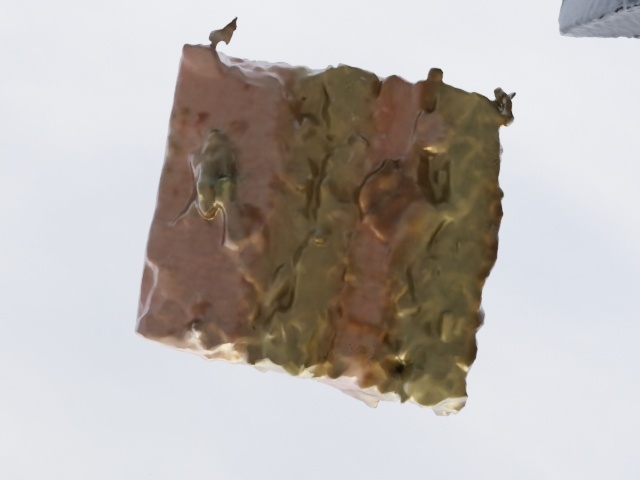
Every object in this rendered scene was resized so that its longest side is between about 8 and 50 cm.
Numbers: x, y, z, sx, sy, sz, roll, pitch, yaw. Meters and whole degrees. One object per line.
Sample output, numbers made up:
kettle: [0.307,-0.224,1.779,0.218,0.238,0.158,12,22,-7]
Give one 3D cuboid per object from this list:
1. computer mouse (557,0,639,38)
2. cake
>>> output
computer mouse: [0.335,-0.279,0.741,0.087,0.295,0.168,31,-98,-30]
cake: [0.000,0.000,0.798,0.306,0.293,0.314,10,-100,-1]
